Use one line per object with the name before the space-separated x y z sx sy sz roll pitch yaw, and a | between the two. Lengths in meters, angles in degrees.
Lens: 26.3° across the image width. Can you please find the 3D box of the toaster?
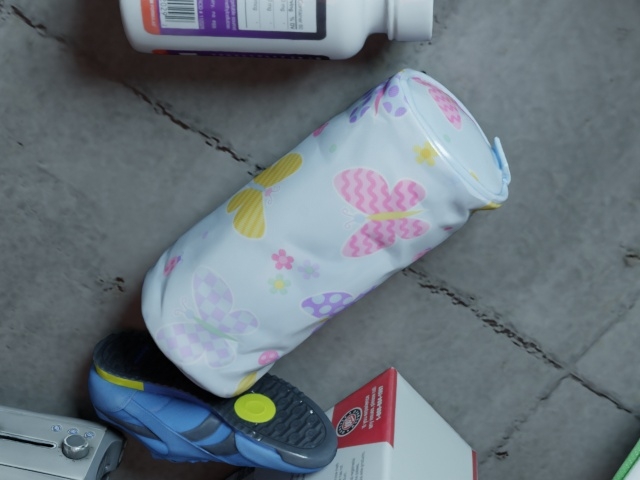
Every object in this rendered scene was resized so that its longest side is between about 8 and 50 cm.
toaster | -0.251 0.234 1.104 0.147 0.129 0.227 16 122 1

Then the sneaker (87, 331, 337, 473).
sneaker | -0.084 0.140 1.050 0.209 0.069 0.082 18 125 18

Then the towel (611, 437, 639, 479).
towel | 0.391 0.198 1.034 0.325 0.038 0.247 32 96 -13

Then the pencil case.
pencil case | 0.000 0.000 0.960 0.273 0.113 0.124 -39 117 22

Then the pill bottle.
pill bottle | -0.024 -0.170 0.873 0.194 0.108 0.108 3 118 4

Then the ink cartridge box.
ink cartridge box | -0.017 0.253 1.050 0.273 0.197 0.114 -36 110 22
